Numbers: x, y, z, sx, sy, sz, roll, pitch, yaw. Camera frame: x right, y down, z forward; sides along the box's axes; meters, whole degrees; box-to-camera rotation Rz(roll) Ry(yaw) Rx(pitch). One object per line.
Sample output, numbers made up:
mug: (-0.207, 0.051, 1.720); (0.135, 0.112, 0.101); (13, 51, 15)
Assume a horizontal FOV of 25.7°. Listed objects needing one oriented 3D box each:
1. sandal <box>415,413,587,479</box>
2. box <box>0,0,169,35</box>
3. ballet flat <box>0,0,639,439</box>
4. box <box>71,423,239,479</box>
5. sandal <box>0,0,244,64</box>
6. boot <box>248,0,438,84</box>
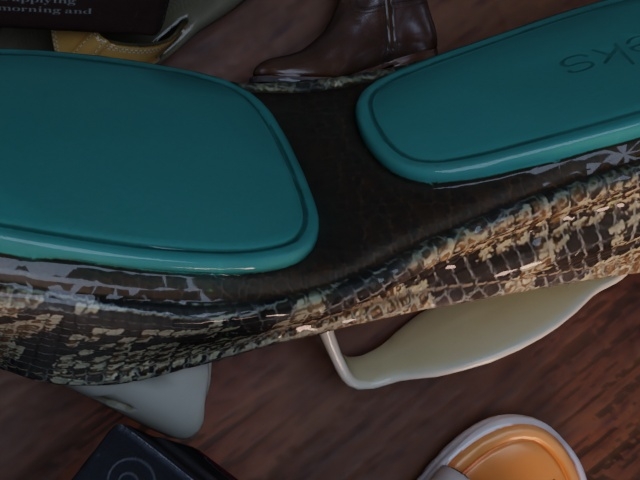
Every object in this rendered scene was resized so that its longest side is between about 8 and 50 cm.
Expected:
sandal: (0.048, 0.204, 0.669); (0.102, 0.076, 0.265); (42, 79, -9)
box: (-0.134, -0.204, 0.555); (0.168, 0.203, 0.167); (2, 68, -13)
ballet flat: (0.000, 0.000, 0.626); (0.482, 0.164, 0.182); (-8, 131, -15)
box: (-0.085, 0.234, 0.569); (0.165, 0.143, 0.270); (36, 85, 15)
sandal: (-0.093, -0.102, 0.660); (0.180, 0.049, 0.072); (-42, 97, -11)
boot: (0.006, -0.133, 0.691); (0.106, 0.037, 0.114); (-10, 94, -27)
